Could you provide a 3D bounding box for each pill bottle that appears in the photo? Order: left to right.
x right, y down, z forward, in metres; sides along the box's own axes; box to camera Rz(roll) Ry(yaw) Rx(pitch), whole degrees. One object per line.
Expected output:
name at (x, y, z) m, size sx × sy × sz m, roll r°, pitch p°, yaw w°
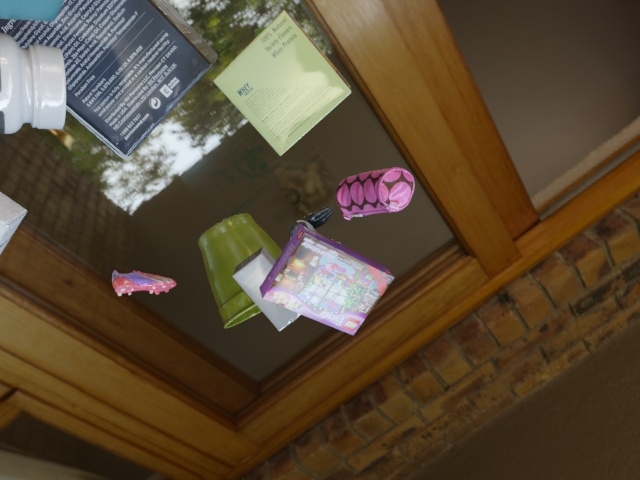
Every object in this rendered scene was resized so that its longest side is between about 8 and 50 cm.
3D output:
pill bottle at (-0.564, -0.251, 0.807) m, size 0.161 × 0.283 × 0.162 m, roll 8°, pitch -80°, yaw 57°

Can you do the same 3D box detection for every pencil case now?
pencil case at (0.114, -0.098, 1.115) m, size 0.209 × 0.095 × 0.098 m, roll -5°, pitch -118°, yaw 66°

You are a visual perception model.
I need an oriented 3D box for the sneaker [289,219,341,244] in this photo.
sneaker at (0.000, 0.000, 1.719) m, size 0.132 × 0.228 × 0.086 m, roll 15°, pitch -99°, yaw 32°

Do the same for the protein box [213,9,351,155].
protein box at (-0.073, -0.328, 1.079) m, size 0.199 × 0.201 × 0.136 m, roll -39°, pitch -165°, yaw 15°

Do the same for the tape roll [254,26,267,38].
tape roll at (-0.148, -0.559, 1.754) m, size 0.077 × 0.322 × 0.321 m, roll -14°, pitch -140°, yaw 1°

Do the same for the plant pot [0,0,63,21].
plant pot at (-0.442, -0.469, 0.735) m, size 0.234 × 0.166 × 0.165 m, roll -39°, pitch -176°, yaw 26°

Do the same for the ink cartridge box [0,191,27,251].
ink cartridge box at (-0.853, -0.032, 1.260) m, size 0.218 × 0.158 × 0.092 m, roll -45°, pitch -164°, yaw 25°

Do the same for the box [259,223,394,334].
box at (0.019, 0.108, 1.316) m, size 0.201 × 0.293 × 0.057 m, roll -57°, pitch -152°, yaw 15°

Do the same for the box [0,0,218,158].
box at (-0.513, -0.500, 1.208) m, size 0.297 × 0.471 × 0.480 m, roll -44°, pitch -158°, yaw 9°

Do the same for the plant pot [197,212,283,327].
plant pot at (-0.296, 0.097, 2.013) m, size 0.366 × 0.353 × 0.366 m, roll -30°, pitch 172°, yaw -4°

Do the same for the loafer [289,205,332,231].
loafer at (-0.037, -0.071, 1.779) m, size 0.170 × 0.062 × 0.061 m, roll -32°, pitch -138°, yaw -4°

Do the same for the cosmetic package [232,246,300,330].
cosmetic package at (-0.155, 0.152, 1.631) m, size 0.127 × 0.238 × 0.107 m, roll -36°, pitch -167°, yaw 5°

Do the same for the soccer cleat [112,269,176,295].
soccer cleat at (-0.663, 0.151, 1.946) m, size 0.083 × 0.247 × 0.095 m, roll -39°, pitch -116°, yaw 39°
